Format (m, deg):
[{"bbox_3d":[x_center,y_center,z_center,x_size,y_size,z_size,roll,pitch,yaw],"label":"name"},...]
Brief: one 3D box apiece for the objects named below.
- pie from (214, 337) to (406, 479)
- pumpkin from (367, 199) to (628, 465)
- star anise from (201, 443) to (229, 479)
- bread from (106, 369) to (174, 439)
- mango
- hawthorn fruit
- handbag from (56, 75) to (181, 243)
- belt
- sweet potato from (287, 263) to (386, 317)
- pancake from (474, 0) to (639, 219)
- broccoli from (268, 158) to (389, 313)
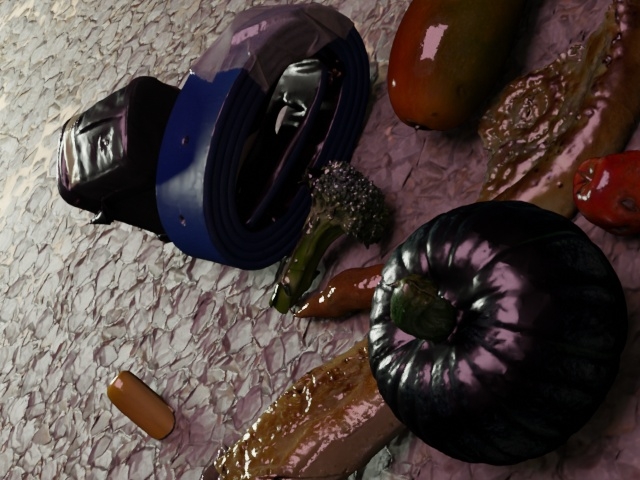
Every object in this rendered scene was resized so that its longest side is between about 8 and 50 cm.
[{"bbox_3d":[0.023,0.180,1.170,0.282,0.068,0.128,-40,42,-4],"label":"pie"},{"bbox_3d":[0.136,0.073,1.011,0.248,0.248,0.248,-26,48,32],"label":"pumpkin"},{"bbox_3d":[-0.103,0.320,1.227,0.197,0.073,0.212,-1,61,42],"label":"star anise"},{"bbox_3d":[-0.232,0.217,1.458,0.049,0.103,0.062,-49,-5,-7],"label":"bread"},{"bbox_3d":[0.169,-0.256,1.301,0.289,0.129,0.146,-60,11,-23],"label":"mango"},{"bbox_3d":[0.283,-0.049,1.067,0.093,0.093,0.093,-26,48,32],"label":"hawthorn fruit"},{"bbox_3d":[-0.216,-0.107,1.493,0.181,0.254,0.181,-20,63,40],"label":"handbag"},{"bbox_3d":[-0.074,-0.134,1.397,0.117,0.212,0.347,11,72,50],"label":"belt"},{"bbox_3d":[0.033,0.061,1.282,0.195,0.056,0.056,-21,50,42],"label":"sweet potato"},{"bbox_3d":[0.230,-0.117,1.198,0.376,0.054,0.197,-53,38,2],"label":"pancake"},{"bbox_3d":[-0.001,0.001,1.335,0.122,0.118,0.204,42,115,21],"label":"broccoli"}]
